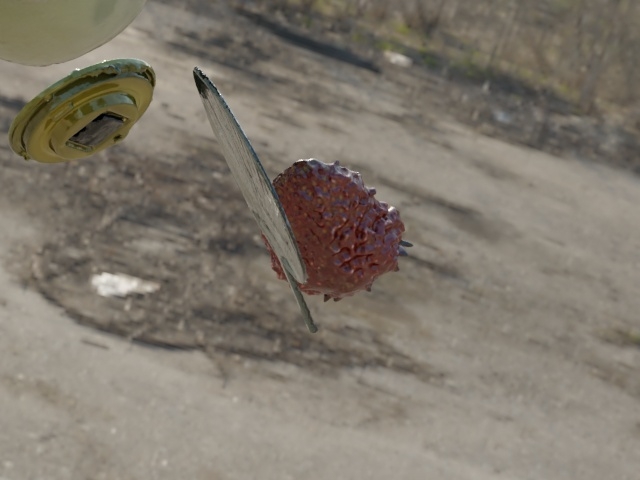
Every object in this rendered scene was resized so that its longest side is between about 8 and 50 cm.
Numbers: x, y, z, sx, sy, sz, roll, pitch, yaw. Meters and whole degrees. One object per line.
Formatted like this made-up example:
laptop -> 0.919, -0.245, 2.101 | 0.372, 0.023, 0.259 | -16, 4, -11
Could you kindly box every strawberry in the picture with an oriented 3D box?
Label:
strawberry -> 0.002, 0.005, 1.419 | 0.208, 0.167, 0.087 | 35, 34, -50

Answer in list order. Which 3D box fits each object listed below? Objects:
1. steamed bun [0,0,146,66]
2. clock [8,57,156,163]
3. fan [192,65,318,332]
steamed bun -> -0.266, -0.344, 1.252 | 0.233, 0.333, 0.312 | -15, -21, 20
clock -> -0.330, -0.171, 1.848 | 0.237, 0.237, 0.057 | -7, 61, -57
fan -> -0.042, -0.018, 1.147 | 0.012, 0.294, 0.223 | -27, 16, -8
